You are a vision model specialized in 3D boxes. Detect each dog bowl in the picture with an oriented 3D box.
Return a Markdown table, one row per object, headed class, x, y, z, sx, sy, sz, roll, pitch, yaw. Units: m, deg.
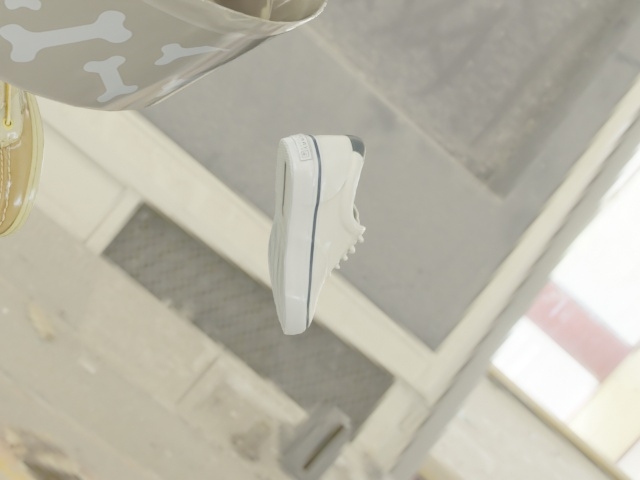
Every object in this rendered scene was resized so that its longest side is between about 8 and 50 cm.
| class | x | y | z | sx | sy | sz | roll | pitch | yaw |
| --- | --- | --- | --- | --- | --- | --- | --- | --- | --- |
| dog bowl | -0.151 | -0.212 | 0.671 | 0.349 | 0.102 | 0.348 | 39 | 26 | -23 |

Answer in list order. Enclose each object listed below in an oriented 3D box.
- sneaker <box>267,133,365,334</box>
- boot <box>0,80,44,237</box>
| class | x | y | z | sx | sy | sz | roll | pitch | yaw |
| --- | --- | --- | --- | --- | --- | --- | --- | --- | --- |
| sneaker | 0.000 | 0.000 | 1.401 | 0.091 | 0.258 | 0.094 | -5 | 46 | -13 |
| boot | -0.309 | -0.114 | 1.062 | 0.095 | 0.261 | 0.203 | 10 | 16 | 21 |
